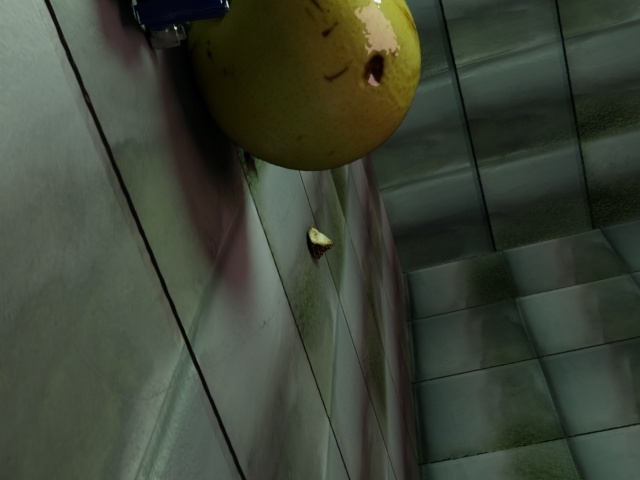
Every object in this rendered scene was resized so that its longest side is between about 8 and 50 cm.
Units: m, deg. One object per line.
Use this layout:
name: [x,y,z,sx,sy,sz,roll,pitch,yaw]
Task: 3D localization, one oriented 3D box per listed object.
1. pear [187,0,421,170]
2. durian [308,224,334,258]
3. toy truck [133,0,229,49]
pear: [-0.027,-0.276,1.184,0.348,0.348,0.348,-13,90,-80]
durian: [-0.008,0.006,1.806,0.066,0.052,0.130,37,12,-4]
toy truck: [-0.186,-0.359,0.975,0.177,0.161,0.213,126,-48,-77]
